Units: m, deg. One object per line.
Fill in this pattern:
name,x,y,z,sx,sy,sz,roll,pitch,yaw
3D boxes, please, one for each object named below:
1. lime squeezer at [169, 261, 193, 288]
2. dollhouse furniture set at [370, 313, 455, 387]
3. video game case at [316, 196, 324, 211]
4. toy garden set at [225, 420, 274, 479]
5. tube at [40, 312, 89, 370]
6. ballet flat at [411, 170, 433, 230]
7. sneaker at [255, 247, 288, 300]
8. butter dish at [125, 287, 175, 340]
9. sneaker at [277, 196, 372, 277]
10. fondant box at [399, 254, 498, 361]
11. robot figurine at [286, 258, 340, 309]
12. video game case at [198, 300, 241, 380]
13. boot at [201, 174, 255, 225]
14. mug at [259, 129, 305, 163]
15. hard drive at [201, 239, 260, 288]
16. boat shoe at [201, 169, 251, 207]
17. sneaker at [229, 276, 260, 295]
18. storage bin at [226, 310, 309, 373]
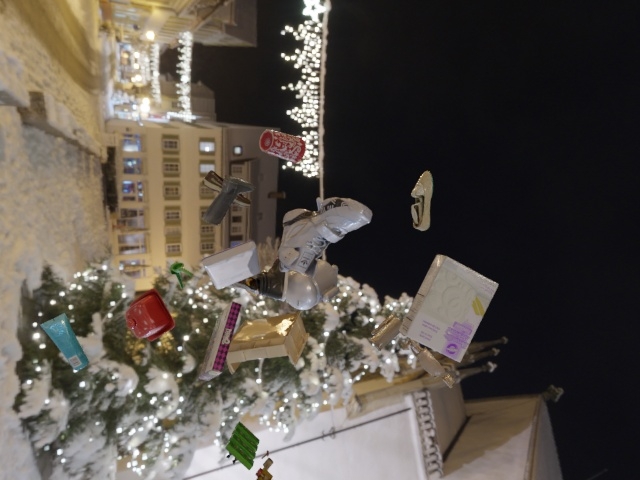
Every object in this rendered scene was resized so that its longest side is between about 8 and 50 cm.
lime squeezer,-0.652,0.150,1.864,0.310,0.059,0.109,-32,-103,59
dollhouse furniture set,0.421,0.559,1.943,0.355,0.174,0.303,49,-2,0
video game case,0.068,-0.150,2.506,0.206,0.026,0.227,37,-17,20
toy garden set,-0.245,0.761,1.426,0.204,0.049,0.244,41,-8,3
tube,-0.907,0.368,1.452,0.052,0.080,0.207,-2,-65,49
ballet flat,0.415,-0.163,1.672,0.086,0.086,0.248,7,-82,63
sneaker,-0.232,0.144,1.947,0.104,0.147,0.295,118,-23,-52
butter dish,-0.615,0.272,1.402,0.160,0.118,0.160,-32,-94,23
sneaker,0.000,0.000,1.254,0.366,0.137,0.210,-8,-119,46
fondant box,0.481,0.252,1.526,0.330,0.238,0.096,-63,-173,-1
robot figurine,-0.051,0.222,2.056,0.300,0.354,0.199,19,-60,31
video game case,-0.343,0.344,1.375,0.210,0.042,0.231,-43,-149,53
boot,-0.373,-0.156,1.660,0.076,0.190,0.208,29,-80,32
mug,-0.171,-0.382,1.686,0.150,0.169,0.113,-41,-119,32
hard drive,-0.363,0.109,1.697,0.318,0.210,0.040,102,-36,-67
boat shoe,-0.447,-0.257,1.991,0.095,0.258,0.095,-57,-158,10
sneaker,-0.394,0.209,2.084,0.092,0.226,0.088,125,-19,-58
storage bin,-0.209,0.406,1.613,0.260,0.263,0.123,-56,133,-71
